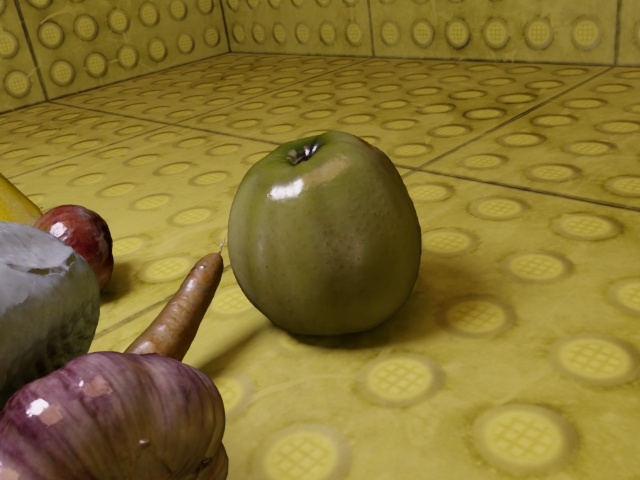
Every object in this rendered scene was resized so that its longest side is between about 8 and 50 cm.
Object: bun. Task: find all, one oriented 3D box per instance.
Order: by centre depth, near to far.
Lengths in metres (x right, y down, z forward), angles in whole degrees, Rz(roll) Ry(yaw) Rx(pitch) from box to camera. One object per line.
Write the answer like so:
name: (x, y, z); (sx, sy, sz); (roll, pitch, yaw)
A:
bun: (-0.347, 0.126, 0.560); (0.194, 0.355, 0.354); (32, 29, -4)

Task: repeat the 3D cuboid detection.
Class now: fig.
fig: (-0.427, 0.054, 1.033); (0.231, 0.143, 0.160); (-54, 33, 5)

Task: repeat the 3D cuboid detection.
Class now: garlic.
garlic: (-0.184, 0.187, 0.508); (0.160, 0.245, 0.245); (29, 41, 28)

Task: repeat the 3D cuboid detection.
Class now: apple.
apple: (0.001, -0.005, 0.863); (0.278, 0.279, 0.279); (-7, 25, 3)

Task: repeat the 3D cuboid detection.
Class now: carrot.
carrot: (-0.180, 0.107, 0.780); (0.078, 0.078, 0.298); (7, 49, 29)

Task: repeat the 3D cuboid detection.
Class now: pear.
pear: (-0.728, -0.083, 1.328); (0.266, 0.178, 0.267); (-11, 27, 5)
